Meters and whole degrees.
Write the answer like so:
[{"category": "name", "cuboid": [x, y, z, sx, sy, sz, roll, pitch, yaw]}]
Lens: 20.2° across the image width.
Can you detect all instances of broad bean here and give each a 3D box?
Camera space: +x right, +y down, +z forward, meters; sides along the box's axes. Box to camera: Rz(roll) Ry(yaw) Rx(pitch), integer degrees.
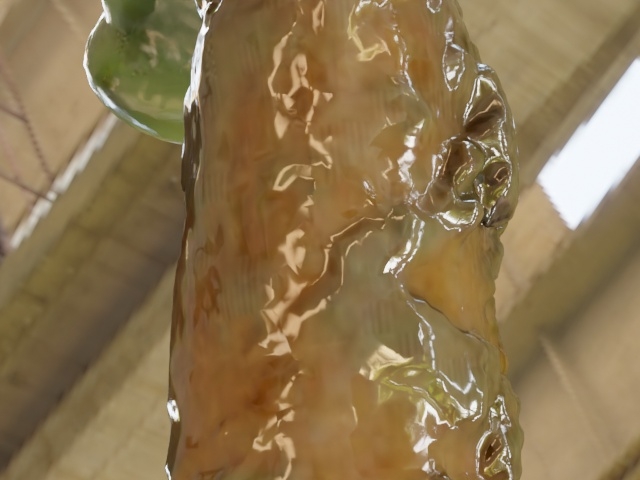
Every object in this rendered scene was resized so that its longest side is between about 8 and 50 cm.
[{"category": "broad bean", "cuboid": [-0.047, -0.125, 1.022, 0.100, 0.169, 0.228, -64, -177, -31]}]

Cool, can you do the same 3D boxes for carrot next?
[{"category": "carrot", "cuboid": [0.000, 0.000, 0.453, 0.102, 0.102, 0.263, -6, -94, 48]}]
